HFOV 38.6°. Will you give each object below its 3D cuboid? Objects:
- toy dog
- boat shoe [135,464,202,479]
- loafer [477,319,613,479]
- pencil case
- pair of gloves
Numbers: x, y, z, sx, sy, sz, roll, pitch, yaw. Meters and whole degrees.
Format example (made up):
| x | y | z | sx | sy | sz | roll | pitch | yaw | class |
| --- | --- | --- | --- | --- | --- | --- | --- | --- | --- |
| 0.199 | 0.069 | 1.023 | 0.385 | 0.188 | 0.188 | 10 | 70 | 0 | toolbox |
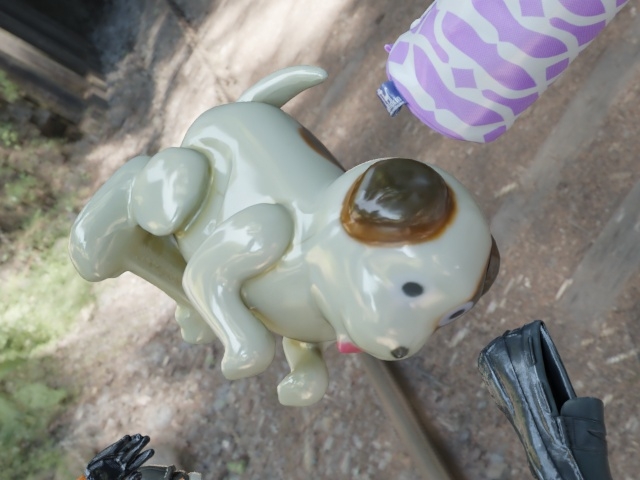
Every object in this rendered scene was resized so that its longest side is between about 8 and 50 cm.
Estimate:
| x | y | z | sx | sy | sz | roll | pitch | yaw | class |
| --- | --- | --- | --- | --- | --- | --- | --- | --- | --- |
| 0.000 | 0.000 | 1.038 | 0.408 | 0.284 | 0.395 | 16 | 64 | 39 | toy dog |
| -0.187 | 0.392 | 0.907 | 0.112 | 0.095 | 0.335 | 110 | 167 | -69 | boat shoe |
| 0.215 | 0.166 | 0.801 | 0.078 | 0.076 | 0.223 | -42 | 49 | 21 | loafer |
| 0.117 | -0.142 | 0.475 | 0.206 | 0.086 | 0.088 | -48 | 56 | 36 | pencil case |
| -0.146 | 0.197 | 0.715 | 0.074 | 0.083 | 0.010 | -40 | -9 | -20 | pair of gloves |
